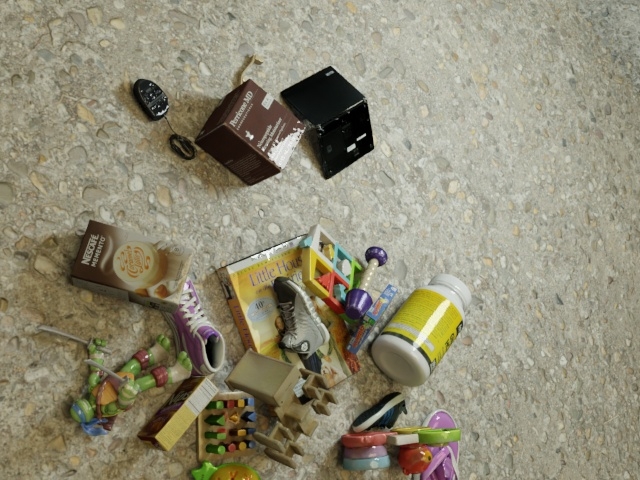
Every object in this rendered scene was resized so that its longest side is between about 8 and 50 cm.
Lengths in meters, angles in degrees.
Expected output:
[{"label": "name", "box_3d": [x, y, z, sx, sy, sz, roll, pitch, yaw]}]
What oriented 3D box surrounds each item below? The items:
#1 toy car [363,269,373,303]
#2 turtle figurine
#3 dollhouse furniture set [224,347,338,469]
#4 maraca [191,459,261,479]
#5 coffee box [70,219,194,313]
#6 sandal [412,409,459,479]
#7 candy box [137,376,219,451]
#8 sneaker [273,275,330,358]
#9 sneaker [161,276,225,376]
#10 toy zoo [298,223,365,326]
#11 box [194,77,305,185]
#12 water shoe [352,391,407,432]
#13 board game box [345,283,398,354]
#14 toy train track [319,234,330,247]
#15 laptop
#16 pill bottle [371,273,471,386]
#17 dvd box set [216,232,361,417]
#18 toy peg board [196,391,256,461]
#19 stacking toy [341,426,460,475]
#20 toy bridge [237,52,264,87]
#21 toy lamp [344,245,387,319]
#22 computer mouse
[{"label": "toy car", "box_3d": [0.129, 0.146, 2.153, 0.060, 0.040, 0.122, -9, 86, -37]}, {"label": "turtle figurine", "box_3d": [-0.435, 0.275, 1.619, 0.266, 0.197, 0.275, -21, 97, -41]}, {"label": "dollhouse furniture set", "box_3d": [-0.105, 0.401, 1.817, 0.212, 0.160, 0.242, -52, 136, -31]}, {"label": "maraca", "box_3d": [-0.230, 0.600, 1.765, 0.185, 0.099, 0.127, 17, 78, -15]}, {"label": "coffee box", "box_3d": [-0.431, 0.063, 1.676, 0.246, 0.098, 0.141, 16, 68, -11]}, {"label": "sandal", "box_3d": [0.355, 0.714, 2.163, 0.169, 0.102, 0.417, 28, 65, -29]}, {"label": "candy box", "box_3d": [-0.336, 0.406, 1.718, 0.053, 0.109, 0.187, 53, 55, -16]}, {"label": "sneaker", "box_3d": [-0.075, 0.213, 1.887, 0.132, 0.086, 0.229, -44, 109, -32]}, {"label": "sneaker", "box_3d": [-0.300, 0.188, 1.758, 0.102, 0.161, 0.282, -20, 91, -36]}, {"label": "toy zoo", "box_3d": [0.028, 0.087, 2.024, 0.293, 0.030, 0.192, 44, 41, -39]}, {"label": "box", "box_3d": [-0.185, -0.282, 1.933, 0.203, 0.167, 0.169, 38, 61, -24]}, {"label": "water shoe", "box_3d": [0.180, 0.513, 2.095, 0.203, 0.073, 0.080, -26, 96, -37]}, {"label": "board game box", "box_3d": [0.147, 0.220, 2.054, 0.035, 0.136, 0.201, 32, 30, 9]}, {"label": "toy train track", "box_3d": [0.000, 0.000, 2.108, 0.083, 0.014, 0.048, 21, 76, -25]}, {"label": "laptop", "box_3d": [0.027, -0.358, 2.202, 0.234, 0.136, 0.265, -36, 128, -35]}, {"label": "pill bottle", "box_3d": [0.313, 0.258, 2.173, 0.188, 0.187, 0.334, 53, 56, -15]}, {"label": "dvd box set", "box_3d": [-0.076, 0.220, 1.975, 0.307, 0.062, 0.421, -22, 94, -38]}, {"label": "toy peg board", "box_3d": [-0.220, 0.460, 1.810, 0.160, 0.079, 0.161, 4, 79, -35]}, {"label": "stacking toy", "box_3d": [0.228, 0.589, 1.991, 0.308, 0.279, 0.131, 3, 77, -31]}, {"label": "toy bridge", "box_3d": [-0.200, -0.442, 2.044, 0.063, 0.026, 0.188, 15, 72, -32]}, {"label": "toy lamp", "box_3d": [0.128, 0.120, 2.059, 0.080, 0.080, 0.275, 49, 37, -18]}, {"label": "computer mouse", "box_3d": [-0.400, -0.307, 1.869, 0.071, 0.041, 0.242, -46, 114, -35]}]
